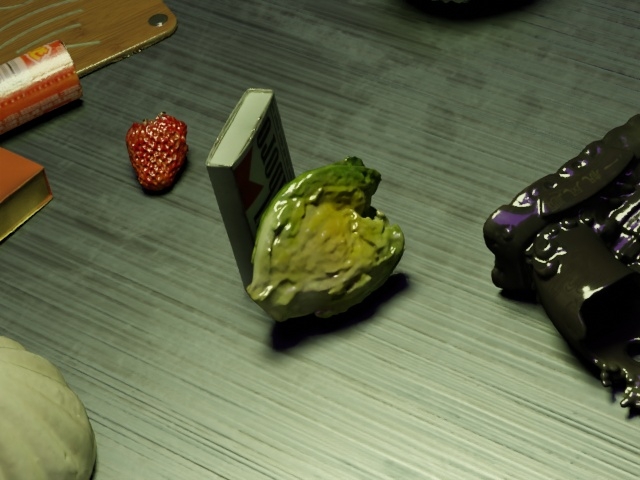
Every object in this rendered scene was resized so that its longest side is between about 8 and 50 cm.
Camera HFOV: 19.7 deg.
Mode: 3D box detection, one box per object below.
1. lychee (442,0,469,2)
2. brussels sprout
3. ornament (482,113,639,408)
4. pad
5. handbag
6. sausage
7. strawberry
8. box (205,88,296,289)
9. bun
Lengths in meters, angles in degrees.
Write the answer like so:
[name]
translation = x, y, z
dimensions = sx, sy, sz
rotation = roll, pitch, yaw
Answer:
[lychee]
translation = 0.152, -0.401, 2.082
dimensions = 0.255, 0.255, 0.274
rotation = -21, 36, -8
[brussels sprout]
translation = -0.002, 0.000, 1.793
dimensions = 0.181, 0.139, 0.100
rotation = -39, 24, -9
[ornament]
translation = 0.313, 0.028, 1.719
dimensions = 0.251, 0.106, 0.260
rotation = -36, 53, -19
[pad]
translation = -0.351, -0.270, 2.245
dimensions = 0.286, 0.018, 0.284
rotation = -26, 44, -15
[handbag]
translation = -0.400, -0.029, 1.977
dimensions = 0.127, 0.063, 0.190
rotation = 23, 50, 32
[sausage]
translation = -0.402, -0.137, 2.077
dimensions = 0.274, 0.074, 0.074
rotation = -28, 45, -14
[strawberry]
translation = -0.176, -0.094, 1.991
dimensions = 0.073, 0.073, 0.083
rotation = -7, 80, 7
[box]
translation = -0.061, -0.048, 1.824
dimensions = 0.036, 0.177, 0.115
rotation = 9, 49, 22
[bun]
translation = -0.348, 0.170, 1.675
dimensions = 0.263, 0.175, 0.263
rotation = -6, 43, 6
